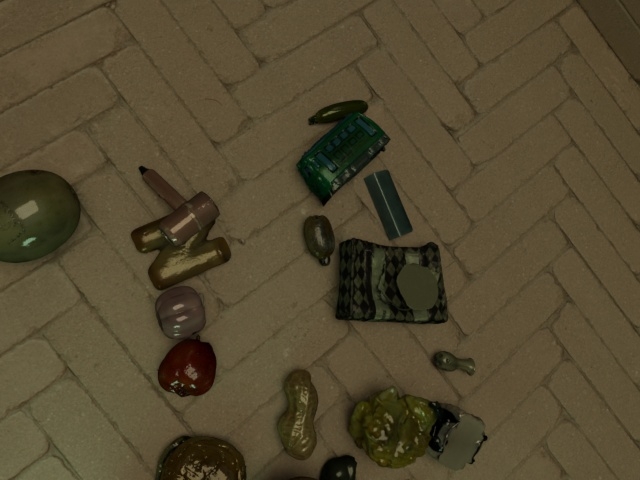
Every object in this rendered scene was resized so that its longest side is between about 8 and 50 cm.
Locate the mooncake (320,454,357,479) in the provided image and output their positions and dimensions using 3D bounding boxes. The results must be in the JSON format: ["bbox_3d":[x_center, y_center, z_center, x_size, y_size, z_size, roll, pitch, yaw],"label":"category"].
[{"bbox_3d":[0.086,0.841,1.831,0.175,0.104,0.168,47,67,-8],"label":"mooncake"}]

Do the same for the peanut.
[{"bbox_3d":[-0.076,0.596,1.816,0.136,0.120,0.298,8,77,-19],"label":"peanut"}]

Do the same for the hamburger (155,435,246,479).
[{"bbox_3d":[-0.384,0.773,1.696,0.285,0.134,0.265,12,81,-15],"label":"hamburger"}]

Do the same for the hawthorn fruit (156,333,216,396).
[{"bbox_3d":[-0.425,0.403,1.724,0.185,0.185,0.202,21,62,-11],"label":"hawthorn fruit"}]

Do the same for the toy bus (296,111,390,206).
[{"bbox_3d":[0.075,-0.314,1.964,0.199,0.183,0.343,46,72,-1],"label":"toy bus"}]

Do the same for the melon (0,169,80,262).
[{"bbox_3d":[-0.910,-0.070,1.615,0.330,0.268,0.268,-29,90,-10],"label":"melon"}]

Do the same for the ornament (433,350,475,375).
[{"bbox_3d":[0.507,0.470,2.019,0.156,0.081,0.074,14,44,-16],"label":"ornament"}]

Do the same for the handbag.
[{"bbox_3d":[0.265,0.147,1.955,0.417,0.180,0.316,6,77,-21],"label":"handbag"}]

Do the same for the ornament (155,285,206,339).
[{"bbox_3d":[-0.454,0.236,1.741,0.178,0.177,0.177,2,81,-15],"label":"ornament"}]

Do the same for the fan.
[{"bbox_3d":[0.405,0.137,1.939,0.310,0.010,0.182,-28,87,-30],"label":"fan"}]

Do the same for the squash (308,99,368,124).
[{"bbox_3d":[0.073,-0.502,2.053,0.252,0.066,0.066,-19,87,-17],"label":"squash"}]

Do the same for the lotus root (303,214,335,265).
[{"bbox_3d":[0.000,0.000,1.945,0.113,0.088,0.191,-10,84,-23],"label":"lotus root"}]

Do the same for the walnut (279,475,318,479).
[{"bbox_3d":[-0.098,0.937,1.654,0.384,0.383,0.383,2,81,-15],"label":"walnut"}]

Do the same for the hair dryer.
[{"bbox_3d":[-0.522,-0.141,1.795,0.344,0.106,0.189,41,69,21],"label":"hair dryer"}]

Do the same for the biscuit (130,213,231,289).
[{"bbox_3d":[-0.478,0.015,1.826,0.291,0.062,0.236,-23,88,-16],"label":"biscuit"}]

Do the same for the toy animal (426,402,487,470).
[{"bbox_3d":[0.486,0.707,1.934,0.204,0.156,0.208,27,92,-13],"label":"toy animal"}]

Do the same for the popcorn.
[{"bbox_3d":[0.235,0.645,1.831,0.293,0.237,0.292,1,86,-15],"label":"popcorn"}]

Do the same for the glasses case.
[{"bbox_3d":[0.271,-0.142,2.057,0.105,0.056,0.265,-22,88,-16],"label":"glasses case"}]
